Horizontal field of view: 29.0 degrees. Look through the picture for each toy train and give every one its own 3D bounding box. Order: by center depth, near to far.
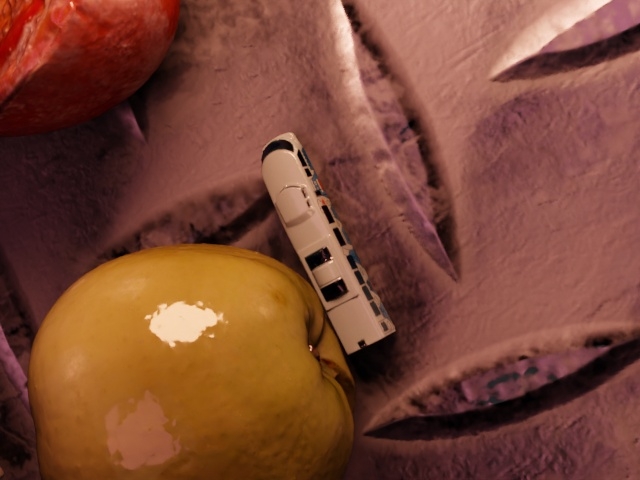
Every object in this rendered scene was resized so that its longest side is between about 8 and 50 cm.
[{"bbox_3d":[0.000,0.000,1.115,0.043,0.047,0.208,-28,85,26],"label":"toy train"}]

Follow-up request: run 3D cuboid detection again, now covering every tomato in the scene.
[{"bbox_3d":[-0.228,-0.206,1.138,0.309,0.170,0.309,-29,53,49],"label":"tomato"}]

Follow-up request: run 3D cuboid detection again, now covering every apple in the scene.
[{"bbox_3d":[-0.105,0.140,1.055,0.254,0.292,0.292,-23,86,8],"label":"apple"}]

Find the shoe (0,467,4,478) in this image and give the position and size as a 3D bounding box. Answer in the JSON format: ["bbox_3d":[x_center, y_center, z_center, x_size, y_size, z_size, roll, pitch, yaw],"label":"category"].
[{"bbox_3d":[-0.437,0.211,1.337,0.227,0.099,0.126,1,100,31],"label":"shoe"}]
